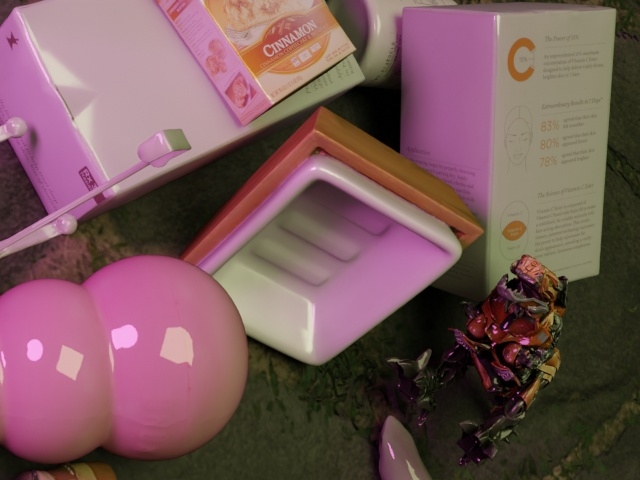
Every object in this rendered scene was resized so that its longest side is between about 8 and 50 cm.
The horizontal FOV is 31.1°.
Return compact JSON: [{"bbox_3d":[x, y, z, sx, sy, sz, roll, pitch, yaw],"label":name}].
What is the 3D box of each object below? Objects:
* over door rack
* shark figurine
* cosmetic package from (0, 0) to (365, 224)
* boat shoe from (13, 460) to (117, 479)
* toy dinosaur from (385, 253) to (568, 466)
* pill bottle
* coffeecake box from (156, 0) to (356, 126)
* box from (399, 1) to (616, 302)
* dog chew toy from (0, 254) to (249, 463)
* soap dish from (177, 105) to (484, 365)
[{"bbox_3d":[-0.287,-0.121,1.092,0.240,0.324,0.108,61,27,-2],"label":"over door rack"},{"bbox_3d":[0.177,0.343,1.381,0.278,0.116,0.166,33,60,-20],"label":"shark figurine"},{"bbox_3d":[-0.162,-0.187,1.289,0.385,0.156,0.217,-27,91,-36],"label":"cosmetic package"},{"bbox_3d":[-0.198,0.365,1.108,0.120,0.122,0.324,-15,85,-40],"label":"boat shoe"},{"bbox_3d":[0.222,0.154,1.365,0.218,0.164,0.322,-38,128,-20],"label":"toy dinosaur"},{"bbox_3d":[0.123,-0.264,1.523,0.229,0.131,0.131,0,76,-35],"label":"pill bottle"},{"bbox_3d":[-0.073,-0.239,1.226,0.142,0.068,0.185,-39,96,-36],"label":"coffeecake box"},{"bbox_3d":[0.231,-0.120,1.448,0.215,0.168,0.345,-11,108,-36],"label":"box"},{"bbox_3d":[-0.241,0.123,1.111,0.331,0.206,0.207,-5,78,-28],"label":"dog chew toy"},{"bbox_3d":[0.000,0.000,1.272,0.229,0.291,0.118,29,41,-24],"label":"soap dish"}]
